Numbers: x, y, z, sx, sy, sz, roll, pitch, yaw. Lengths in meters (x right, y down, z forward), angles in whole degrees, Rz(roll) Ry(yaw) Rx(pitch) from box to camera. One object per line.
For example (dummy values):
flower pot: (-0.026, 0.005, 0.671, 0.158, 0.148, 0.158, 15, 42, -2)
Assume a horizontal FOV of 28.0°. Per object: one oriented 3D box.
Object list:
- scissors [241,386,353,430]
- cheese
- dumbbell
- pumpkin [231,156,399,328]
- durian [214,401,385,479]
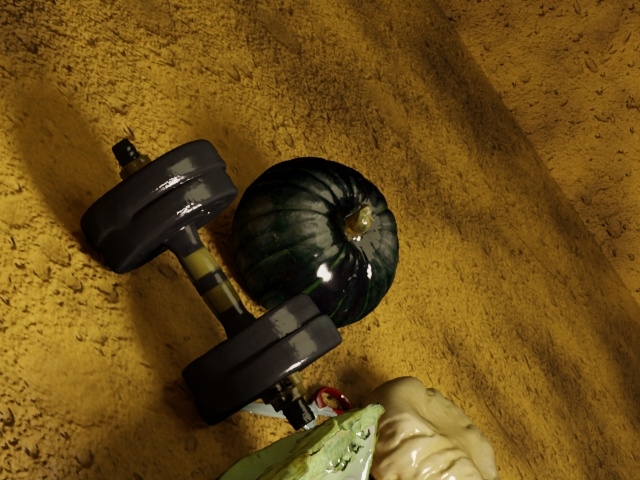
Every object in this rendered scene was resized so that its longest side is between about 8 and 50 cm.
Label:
scissors: (-0.034, 0.216, 1.621, 0.247, 0.017, 0.144, 32, 32, -39)
cheese: (0.140, 0.285, 1.747, 0.214, 0.117, 0.226, 43, 20, -16)
dumbbell: (-0.125, 0.048, 1.464, 0.388, 0.185, 0.185, 56, 23, 5)
pumpkin: (0.000, 0.000, 1.738, 0.250, 0.216, 0.250, 15, 63, -32)
durian: (-0.029, 0.289, 1.301, 0.163, 0.198, 0.394, 58, 25, 4)
